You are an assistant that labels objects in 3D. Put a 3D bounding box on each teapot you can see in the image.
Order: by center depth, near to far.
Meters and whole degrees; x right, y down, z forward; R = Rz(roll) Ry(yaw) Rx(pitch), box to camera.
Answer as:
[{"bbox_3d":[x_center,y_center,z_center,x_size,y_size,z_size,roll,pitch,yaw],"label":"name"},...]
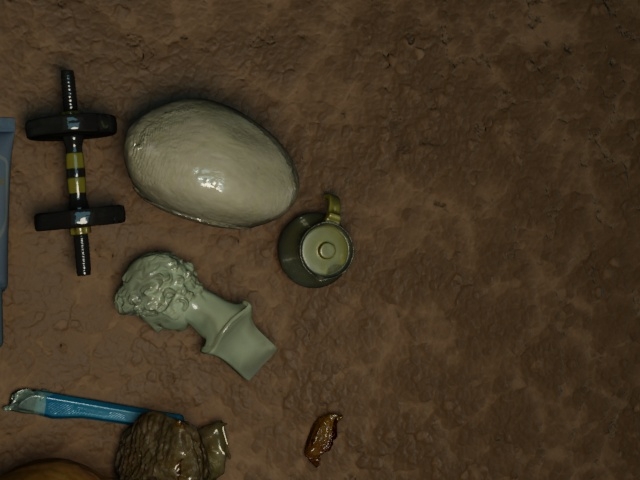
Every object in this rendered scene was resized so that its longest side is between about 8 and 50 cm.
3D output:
[{"bbox_3d":[0.000,0.000,1.766,0.130,0.119,0.166,17,85,-16],"label":"teapot"}]

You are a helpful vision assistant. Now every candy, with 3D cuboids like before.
[{"bbox_3d":[-0.168,-0.124,1.638,0.295,0.295,0.185,13,102,-16],"label":"candy"}]

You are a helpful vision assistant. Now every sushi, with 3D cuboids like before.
[{"bbox_3d":[0.004,0.342,1.805,0.047,0.050,0.099,25,90,-9],"label":"sushi"}]

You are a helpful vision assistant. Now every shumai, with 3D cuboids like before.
[{"bbox_3d":[-0.223,0.364,1.683,0.175,0.205,0.167,9,70,-37],"label":"shumai"}]

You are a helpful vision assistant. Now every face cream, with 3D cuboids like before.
[{"bbox_3d":[-0.529,-0.021,1.588,0.135,0.086,0.386,-1,68,-21],"label":"face cream"}]

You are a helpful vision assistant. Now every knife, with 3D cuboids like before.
[{"bbox_3d":[-0.369,0.283,1.711,0.296,0.026,0.044,13,90,-19],"label":"knife"}]

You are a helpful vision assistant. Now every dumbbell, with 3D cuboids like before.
[{"bbox_3d":[-0.386,-0.106,1.640,0.143,0.143,0.326,-6,92,-16],"label":"dumbbell"}]

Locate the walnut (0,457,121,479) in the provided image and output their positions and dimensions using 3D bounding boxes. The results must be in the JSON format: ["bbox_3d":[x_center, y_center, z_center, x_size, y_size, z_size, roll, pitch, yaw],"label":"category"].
[{"bbox_3d":[-0.398,0.512,1.538,0.354,0.308,0.398,34,117,-18],"label":"walnut"}]

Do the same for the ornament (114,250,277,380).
[{"bbox_3d":[-0.196,0.119,1.710,0.285,0.120,0.130,30,80,-16],"label":"ornament"}]
